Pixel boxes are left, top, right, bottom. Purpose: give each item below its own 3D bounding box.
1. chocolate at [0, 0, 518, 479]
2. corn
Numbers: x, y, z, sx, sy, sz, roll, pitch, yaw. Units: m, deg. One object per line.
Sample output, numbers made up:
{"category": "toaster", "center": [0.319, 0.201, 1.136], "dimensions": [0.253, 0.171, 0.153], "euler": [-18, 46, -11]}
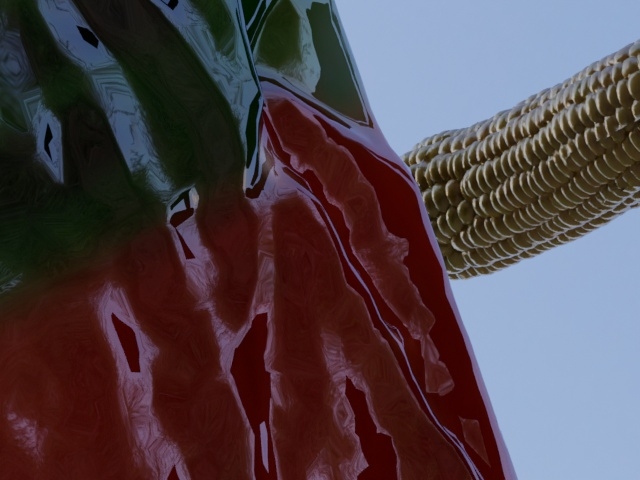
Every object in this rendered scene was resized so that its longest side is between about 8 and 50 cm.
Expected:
{"category": "chocolate", "center": [-0.139, 0.027, 0.413], "dimensions": [0.161, 0.360, 0.341], "euler": [-10, -75, 42]}
{"category": "corn", "center": [0.149, -0.048, 1.217], "dimensions": [0.102, 0.102, 0.313], "euler": [50, -34, -11]}
